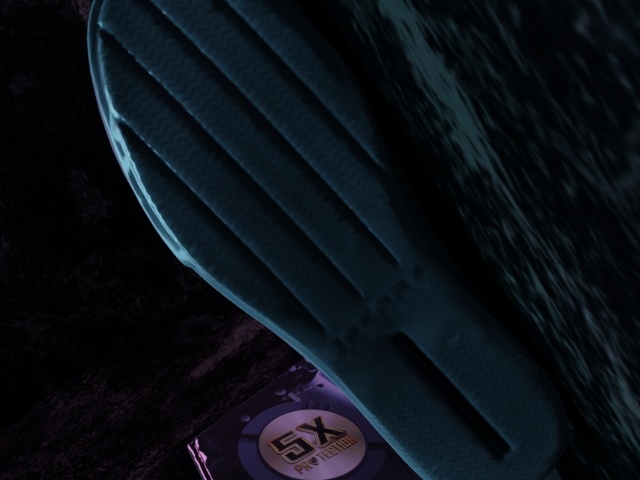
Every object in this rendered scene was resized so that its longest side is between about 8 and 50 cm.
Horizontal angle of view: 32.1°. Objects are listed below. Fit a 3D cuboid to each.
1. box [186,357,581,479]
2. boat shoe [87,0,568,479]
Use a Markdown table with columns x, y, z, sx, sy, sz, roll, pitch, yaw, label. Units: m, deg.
| x | y | z | sx | sy | sz | roll | pitch | yaw | label |
| --- | --- | --- | --- | --- | --- | --- | --- | --- | --- |
| 0.034 | 0.132 | 0.652 | 0.077 | 0.180 | 0.147 | 57 | 177 | -40 | box |
| 0.000 | 0.000 | 0.518 | 0.302 | 0.109 | 0.094 | 53 | 179 | -15 | boat shoe |
